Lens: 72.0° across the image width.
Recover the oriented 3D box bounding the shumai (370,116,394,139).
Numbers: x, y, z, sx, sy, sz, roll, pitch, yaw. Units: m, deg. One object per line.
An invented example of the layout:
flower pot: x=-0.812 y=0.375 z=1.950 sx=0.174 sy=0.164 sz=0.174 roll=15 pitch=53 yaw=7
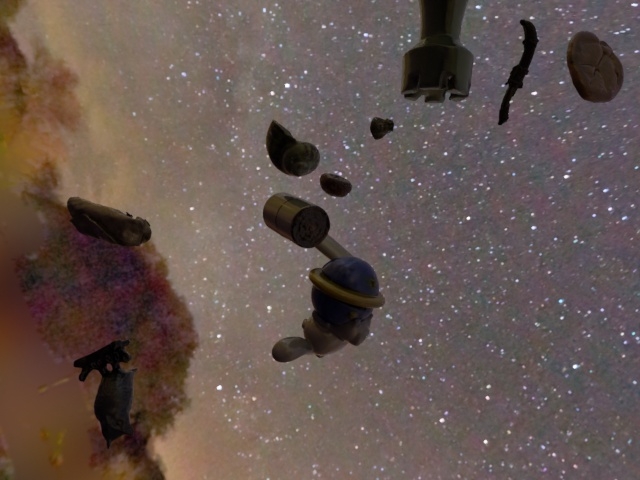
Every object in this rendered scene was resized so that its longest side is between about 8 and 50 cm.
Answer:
shumai: x=0.234 y=-0.418 z=1.635 sx=0.080 sy=0.082 sz=0.083 roll=4 pitch=-89 yaw=43

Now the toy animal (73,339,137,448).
toy animal: x=-0.433 y=0.326 z=0.927 sx=0.117 sy=0.121 sz=0.210 roll=66 pitch=0 yaw=-63

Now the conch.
conch: x=-0.094 y=-0.273 z=1.373 sx=0.187 sy=0.124 sz=0.181 roll=39 pitch=-3 yaw=-41

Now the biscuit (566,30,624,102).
biscuit: x=0.739 y=-0.461 z=1.186 sx=0.203 sy=0.260 sz=0.041 roll=44 pitch=-30 yaw=-11

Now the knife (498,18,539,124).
knife: x=0.411 y=-0.345 z=0.913 sx=0.045 sy=0.021 sz=0.222 roll=13 pitch=-87 yaw=13

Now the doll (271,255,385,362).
doll: x=0.065 y=0.159 z=0.967 sx=0.159 sy=0.311 sz=0.243 roll=15 pitch=-91 yaw=31

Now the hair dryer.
hair dryer: x=0.000 y=0.000 z=1.357 sx=0.362 sy=0.128 sz=0.203 roll=40 pitch=-7 yaw=-35

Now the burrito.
burrito: x=-0.432 y=-0.034 z=0.894 sx=0.226 sy=0.060 sz=0.087 roll=12 pitch=-54 yaw=32

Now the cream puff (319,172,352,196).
cream puff: x=0.063 y=-0.238 z=1.924 sx=0.149 sy=0.149 sz=0.084 roll=37 pitch=-66 yaw=39

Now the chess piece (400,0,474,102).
chess piece: x=0.211 y=-0.400 z=0.762 sx=0.194 sy=0.194 sz=0.299 roll=11 pitch=-82 yaw=53
